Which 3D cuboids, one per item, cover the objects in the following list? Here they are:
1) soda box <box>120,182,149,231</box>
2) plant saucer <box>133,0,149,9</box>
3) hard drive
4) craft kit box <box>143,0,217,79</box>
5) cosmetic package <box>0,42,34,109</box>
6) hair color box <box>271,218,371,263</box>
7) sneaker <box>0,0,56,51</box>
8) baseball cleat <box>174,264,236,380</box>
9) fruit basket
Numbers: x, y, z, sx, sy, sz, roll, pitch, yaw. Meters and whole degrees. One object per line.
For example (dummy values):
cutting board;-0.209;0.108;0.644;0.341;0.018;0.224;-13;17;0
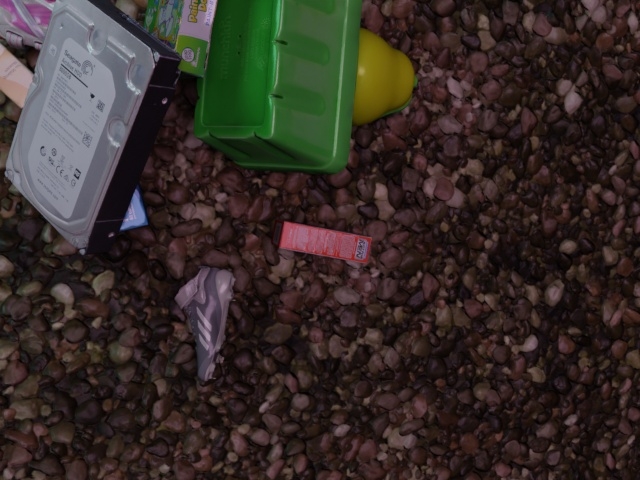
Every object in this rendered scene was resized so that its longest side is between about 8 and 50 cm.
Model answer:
soda box;-0.356;-0.122;1.097;0.071;0.067;0.210;-14;98;-12
plant saucer;-0.298;-0.448;1.112;0.083;0.015;0.084;-1;95;-14
hard drive;-0.356;-0.180;0.966;0.237;0.064;0.339;40;114;22
craft kit box;-0.222;-0.382;1.006;0.060;0.250;0.247;11;95;-30
cosmetic package;-0.519;-0.277;1.057;0.115;0.041;0.060;43;83;-13
hair color box;0.000;0.000;1.182;0.167;0.093;0.054;12;92;-15
sneaker;-0.466;-0.351;1.042;0.252;0.103;0.111;43;88;-7
baseball cleat;-0.219;0.148;1.162;0.109;0.072;0.206;13;87;-1
fruit basket;-0.015;-0.299;1.110;0.392;0.282;0.393;-16;109;-55
